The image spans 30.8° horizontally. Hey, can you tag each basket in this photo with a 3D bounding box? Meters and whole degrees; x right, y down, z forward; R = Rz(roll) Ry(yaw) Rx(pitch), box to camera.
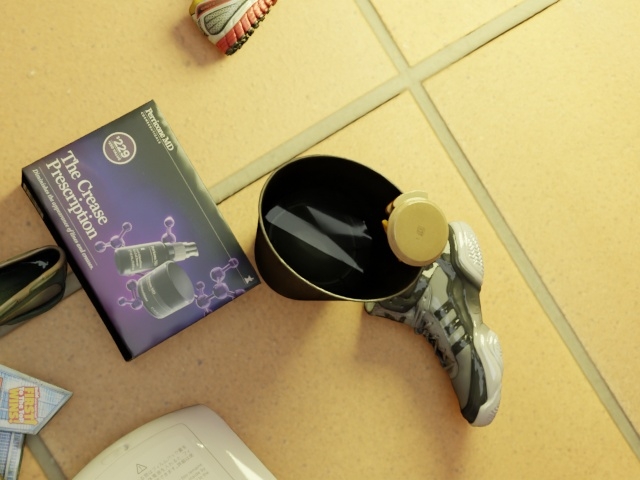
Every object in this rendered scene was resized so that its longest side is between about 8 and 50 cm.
[{"bbox_3d":[0.000,0.000,1.402,0.204,0.227,0.154,29,77,-9],"label":"basket"}]

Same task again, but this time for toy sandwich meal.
[{"bbox_3d":[0.104,-0.012,1.297,0.086,0.029,0.085,1,88,-23],"label":"toy sandwich meal"}]

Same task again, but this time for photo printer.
[{"bbox_3d":[-0.147,0.351,1.331,0.256,0.107,0.307,-35,68,-27],"label":"photo printer"}]

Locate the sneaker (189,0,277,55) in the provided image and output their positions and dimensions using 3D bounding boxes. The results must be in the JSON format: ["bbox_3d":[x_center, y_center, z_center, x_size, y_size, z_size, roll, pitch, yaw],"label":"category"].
[{"bbox_3d":[-0.082,-0.351,1.502,0.093,0.088,0.225,38,76,-4],"label":"sneaker"}]

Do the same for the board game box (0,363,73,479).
[{"bbox_3d":[-0.396,0.217,1.366,0.194,0.060,0.194,9,81,-11],"label":"board game box"}]

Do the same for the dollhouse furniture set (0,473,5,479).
[{"bbox_3d":[-0.441,0.417,1.301,0.303,0.174,0.355,-31,77,-11],"label":"dollhouse furniture set"}]

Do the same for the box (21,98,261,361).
[{"bbox_3d":[-0.220,-0.011,1.419,0.184,0.103,0.261,-31,90,-18],"label":"box"}]

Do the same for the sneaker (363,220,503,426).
[{"bbox_3d":[0.139,0.111,1.488,0.153,0.101,0.268,-5,78,-13],"label":"sneaker"}]

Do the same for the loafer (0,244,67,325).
[{"bbox_3d":[-0.409,0.074,1.327,0.267,0.084,0.096,-30,74,-36],"label":"loafer"}]
